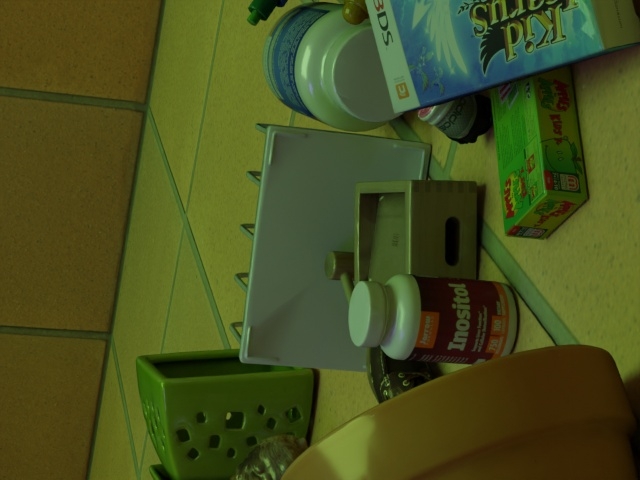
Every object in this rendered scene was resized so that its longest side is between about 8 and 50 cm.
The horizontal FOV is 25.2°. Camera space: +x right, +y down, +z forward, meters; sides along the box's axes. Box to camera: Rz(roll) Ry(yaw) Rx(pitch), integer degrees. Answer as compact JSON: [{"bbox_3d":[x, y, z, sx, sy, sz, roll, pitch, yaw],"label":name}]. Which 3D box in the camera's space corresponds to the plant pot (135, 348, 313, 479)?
[{"bbox_3d":[-0.141,0.277,2.084,0.228,0.227,0.207,-167,76,-74],"label":"plant pot"}]

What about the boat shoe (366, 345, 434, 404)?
[{"bbox_3d":[0.101,0.177,1.558,0.073,0.073,0.207,126,138,-57],"label":"boat shoe"}]

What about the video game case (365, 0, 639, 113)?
[{"bbox_3d":[0.141,-0.260,1.282,0.269,0.061,0.244,-12,94,51],"label":"video game case"}]

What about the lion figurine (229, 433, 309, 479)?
[{"bbox_3d":[-0.143,0.425,1.939,0.240,0.392,0.142,66,-160,0],"label":"lion figurine"}]

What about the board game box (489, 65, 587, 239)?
[{"bbox_3d":[0.202,-0.103,1.343,0.092,0.043,0.181,125,146,-60],"label":"board game box"}]

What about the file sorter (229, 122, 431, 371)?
[{"bbox_3d":[0.000,0.000,1.736,0.173,0.193,0.278,-140,56,-74],"label":"file sorter"}]

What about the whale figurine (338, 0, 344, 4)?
[{"bbox_3d":[0.043,-0.411,1.856,0.272,0.141,0.216,74,176,-70],"label":"whale figurine"}]

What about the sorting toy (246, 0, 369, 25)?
[{"bbox_3d":[0.005,-0.295,1.657,0.126,0.127,0.365,-58,25,-13],"label":"sorting toy"}]

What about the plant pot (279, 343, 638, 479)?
[{"bbox_3d":[0.136,0.236,1.114,0.203,0.291,0.291,68,153,24],"label":"plant pot"}]

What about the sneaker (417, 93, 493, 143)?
[{"bbox_3d":[0.146,-0.140,1.509,0.063,0.075,0.170,-52,5,15],"label":"sneaker"}]

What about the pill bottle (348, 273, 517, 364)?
[{"bbox_3d":[0.109,0.078,1.409,0.086,0.152,0.086,-176,90,-73],"label":"pill bottle"}]

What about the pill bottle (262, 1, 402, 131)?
[{"bbox_3d":[0.030,-0.214,1.758,0.272,0.152,0.152,-142,59,-71],"label":"pill bottle"}]

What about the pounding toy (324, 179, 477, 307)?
[{"bbox_3d":[0.088,0.026,1.573,0.206,0.094,0.181,-178,88,-64],"label":"pounding toy"}]
